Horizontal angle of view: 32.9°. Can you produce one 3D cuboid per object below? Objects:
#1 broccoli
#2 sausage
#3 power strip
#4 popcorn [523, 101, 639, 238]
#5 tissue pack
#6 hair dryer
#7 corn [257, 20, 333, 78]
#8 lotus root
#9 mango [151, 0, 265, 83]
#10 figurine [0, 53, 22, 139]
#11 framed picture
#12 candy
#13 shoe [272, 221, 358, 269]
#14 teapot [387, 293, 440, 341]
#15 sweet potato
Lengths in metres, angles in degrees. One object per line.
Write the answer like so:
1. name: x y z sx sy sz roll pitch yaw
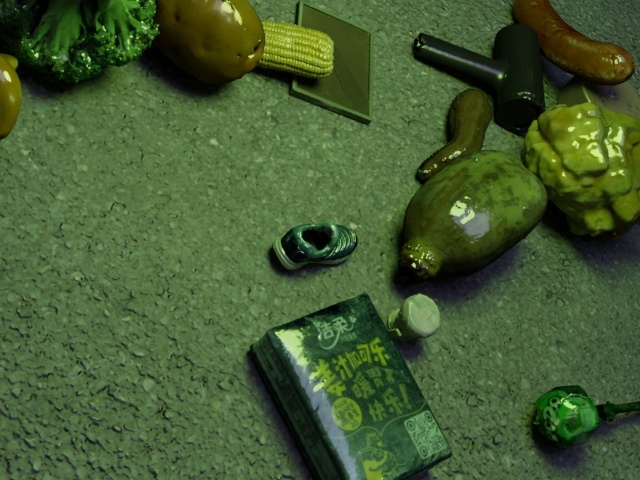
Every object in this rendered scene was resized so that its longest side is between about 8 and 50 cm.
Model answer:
1. broccoli: -0.327 -0.349 1.444 0.269 0.270 0.270 1 88 -29
2. sausage: 0.456 -0.373 2.012 0.102 0.076 0.302 -33 50 -5
3. power strip: 0.527 -0.253 2.041 0.154 0.078 0.154 16 55 -25
4. popcorn: 0.477 -0.122 1.844 0.286 0.215 0.252 4 54 -35
5. tissue pack: 0.044 0.213 1.446 0.185 0.081 0.257 -17 72 -39
6. hair dryer: 0.283 -0.318 1.931 0.251 0.089 0.197 16 55 -15
7. corn: -0.061 -0.302 1.699 0.165 0.063 0.085 6 81 -15
8. lotus root: 0.232 -0.034 1.671 0.173 0.173 0.309 50 51 4
9. mango: -0.190 -0.337 1.588 0.249 0.156 0.151 48 50 -1
10. figurine: -0.465 -0.220 1.323 0.215 0.215 0.228 -65 145 -40
11. framed picture: 0.022 -0.297 1.791 0.150 0.015 0.203 18 54 -22
12. candy: 0.452 0.266 1.685 0.323 0.097 0.097 2 61 -40
13. shoe: 0.000 0.000 1.558 0.143 0.071 0.064 -8 68 -40
14. teapot: 0.128 0.120 1.568 0.083 0.064 0.064 -31 87 -36
15. sweet potato: 0.235 -0.171 1.814 0.081 0.062 0.233 12 49 22
